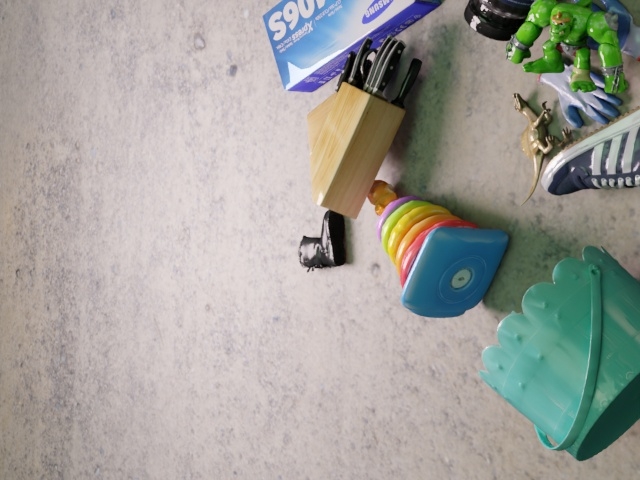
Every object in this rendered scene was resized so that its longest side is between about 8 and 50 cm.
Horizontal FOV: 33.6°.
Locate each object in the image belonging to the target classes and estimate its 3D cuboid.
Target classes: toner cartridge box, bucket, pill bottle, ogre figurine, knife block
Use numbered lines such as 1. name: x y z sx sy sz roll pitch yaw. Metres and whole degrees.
1. toner cartridge box: 0.047 -0.417 1.924 0.348 0.075 0.165 -29 74 42
2. bucket: 0.380 0.167 1.510 0.183 0.281 0.281 44 122 29
3. pill bottle: 0.305 -0.420 1.623 0.123 0.123 0.219 53 139 28
4. ogre figurine: 0.368 -0.297 1.577 0.197 0.097 0.118 43 139 49
5. knife block: 0.085 -0.208 1.839 0.242 0.088 0.275 -33 50 42

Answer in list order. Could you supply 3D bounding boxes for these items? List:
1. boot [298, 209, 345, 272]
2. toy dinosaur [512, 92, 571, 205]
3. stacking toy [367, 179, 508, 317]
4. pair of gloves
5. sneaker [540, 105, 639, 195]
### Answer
1. boot: 0.000 0.000 2.025 0.099 0.045 0.121 -4 91 48
2. toy dinosaur: 0.347 -0.151 1.675 0.093 0.053 0.183 -24 68 59
3. stacking toy: 0.158 -0.017 1.809 0.302 0.175 0.165 49 127 45
4. pair of gloves: 0.412 -0.272 1.611 0.159 0.023 0.198 40 119 36
5. sneaker: 0.454 -0.095 1.528 0.282 0.099 0.153 -33 68 38
